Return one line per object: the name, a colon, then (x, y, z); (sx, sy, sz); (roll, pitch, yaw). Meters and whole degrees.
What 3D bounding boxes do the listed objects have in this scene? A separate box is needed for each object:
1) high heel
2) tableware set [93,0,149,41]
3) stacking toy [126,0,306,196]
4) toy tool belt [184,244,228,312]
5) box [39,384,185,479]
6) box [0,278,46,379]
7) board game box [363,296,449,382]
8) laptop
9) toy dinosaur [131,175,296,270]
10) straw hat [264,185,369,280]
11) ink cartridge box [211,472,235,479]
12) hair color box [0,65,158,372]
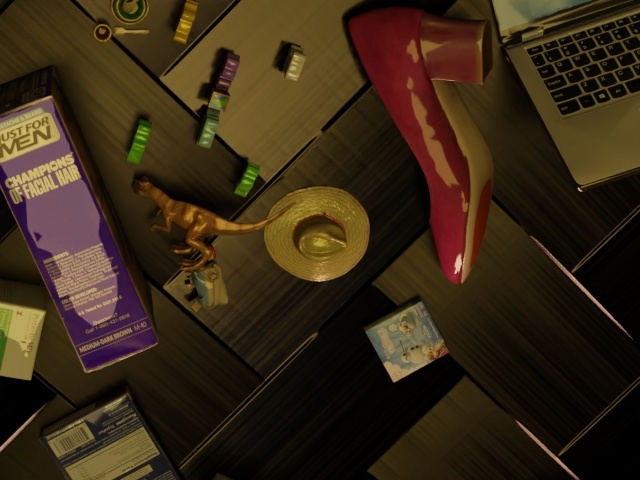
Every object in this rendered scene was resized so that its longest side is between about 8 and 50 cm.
high heel: (0.130, -0.124, 1.934); (0.181, 0.127, 0.377); (7, 113, 18)
tableware set: (-0.264, -0.324, 1.824); (0.104, 0.024, 0.154); (-3, 108, -8)
stacking toy: (-0.133, -0.177, 1.882); (0.167, 0.052, 0.221); (19, 105, -13)
toy tool belt: (-0.156, 0.051, 1.949); (0.051, 0.052, 0.083); (-18, 109, -12)
box: (-0.271, 0.323, 2.024); (0.136, 0.036, 0.225); (-28, 109, 1)
box: (-0.405, 0.112, 1.900); (0.087, 0.102, 0.101); (11, 104, -15)
board game box: (0.119, 0.137, 2.038); (0.090, 0.020, 0.090); (-29, 110, 2)
laptop: (0.419, -0.331, 1.831); (0.382, 0.408, 0.236); (-18, 143, -3)
toy dinosaur: (-0.150, -0.019, 1.900); (0.211, 0.064, 0.112); (17, 118, 0)
straw hat: (0.000, 0.000, 1.952); (0.144, 0.061, 0.144); (-3, 107, -8)
ink cartridge box: (-0.046, 0.419, 1.994); (0.223, 0.224, 0.045); (28, 102, -17)
hair color box: (-0.311, -0.030, 1.826); (0.110, 0.185, 0.339); (-23, 110, -2)
